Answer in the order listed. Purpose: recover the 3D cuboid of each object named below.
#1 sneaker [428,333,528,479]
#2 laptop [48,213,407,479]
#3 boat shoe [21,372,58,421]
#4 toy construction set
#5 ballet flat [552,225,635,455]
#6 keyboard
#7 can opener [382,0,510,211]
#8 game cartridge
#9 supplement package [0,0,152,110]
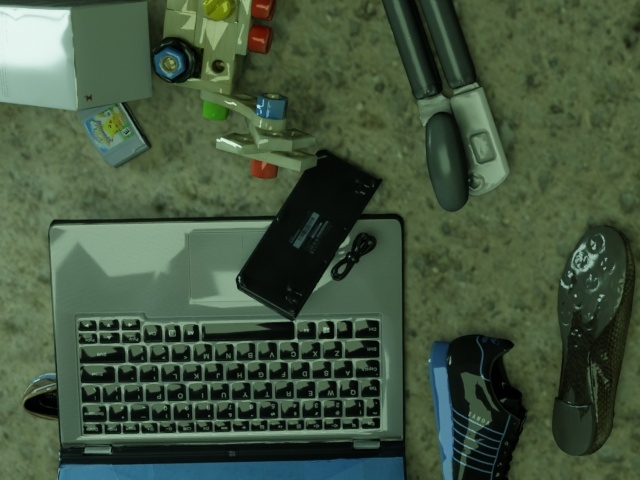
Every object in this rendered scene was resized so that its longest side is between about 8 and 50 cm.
[{"bbox_3d":[0.179,0.215,1.811,0.090,0.081,0.232,-7,101,21],"label":"sneaker"},{"bbox_3d":[-0.096,0.197,1.748,0.382,0.236,0.407,-1,103,-1],"label":"laptop"},{"bbox_3d":[-0.248,0.185,1.901,0.183,0.066,0.066,-4,103,13],"label":"boat shoe"},{"bbox_3d":[-0.060,-0.231,1.729,0.215,0.151,0.327,11,94,9],"label":"toy construction set"},{"bbox_3d":[0.293,0.106,1.779,0.084,0.058,0.249,14,103,45],"label":"ballet flat"},{"bbox_3d":[0.000,0.000,1.783,0.108,0.023,0.180,29,77,14],"label":"keyboard"},{"bbox_3d":[0.122,-0.172,1.730,0.074,0.093,0.280,-16,95,16],"label":"can opener"},{"bbox_3d":[-0.229,-0.124,1.851,0.056,0.017,0.083,-29,96,21],"label":"game cartridge"},{"bbox_3d":[-0.274,-0.198,1.758,0.179,0.105,0.105,10,107,41],"label":"supplement package"}]
